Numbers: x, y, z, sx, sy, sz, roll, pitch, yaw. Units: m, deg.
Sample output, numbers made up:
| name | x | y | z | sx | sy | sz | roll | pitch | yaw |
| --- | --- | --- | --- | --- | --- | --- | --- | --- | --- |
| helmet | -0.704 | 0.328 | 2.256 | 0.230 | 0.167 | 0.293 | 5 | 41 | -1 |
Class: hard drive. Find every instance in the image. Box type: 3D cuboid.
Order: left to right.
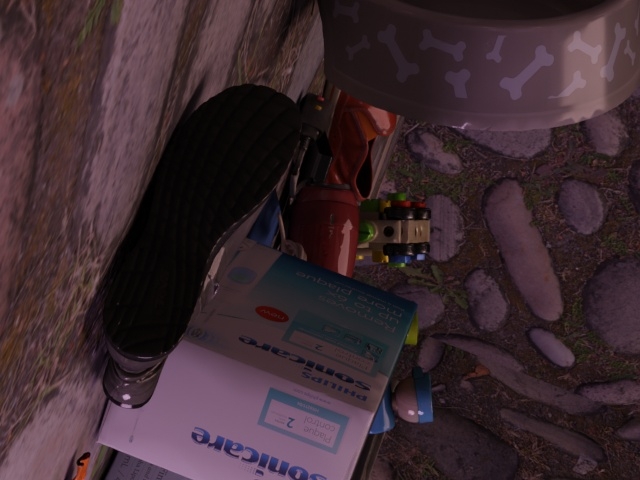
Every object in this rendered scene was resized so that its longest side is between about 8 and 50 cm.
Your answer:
| name | x | y | z | sx | sy | sz | roll | pitch | yaw |
| --- | --- | --- | --- | --- | --- | --- | --- | --- | --- |
| hard drive | -0.017 | -0.068 | 1.940 | 0.094 | 0.022 | 0.135 | -104 | -150 | -64 |

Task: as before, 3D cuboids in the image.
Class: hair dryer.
| name | x | y | z | sx | sy | sz | roll | pitch | yaw |
| --- | --- | --- | --- | --- | --- | --- | --- | --- | --- |
| hair dryer | 0.000 | 0.000 | 1.727 | 0.223 | 0.080 | 0.293 | 96 | -3 | -52 |

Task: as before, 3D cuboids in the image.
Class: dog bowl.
| name | x | y | z | sx | sy | sz | roll | pitch | yaw |
| --- | --- | --- | --- | --- | --- | --- | --- | --- | --- |
| dog bowl | 0.158 | -0.237 | 1.501 | 0.349 | 0.349 | 0.102 | -63 | 160 | -54 |

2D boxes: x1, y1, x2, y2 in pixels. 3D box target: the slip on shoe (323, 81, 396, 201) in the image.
| name | x | y | z | sx | sy | sz | roll | pitch | yaw |
| --- | --- | --- | --- | --- | --- | --- | --- | --- | --- |
| slip on shoe | 0.058 | -0.184 | 1.976 | 0.123 | 0.101 | 0.331 | -61 | 170 | -50 |

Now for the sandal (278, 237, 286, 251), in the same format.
| name | x | y | z | sx | sy | sz | roll | pitch | yaw |
| --- | --- | --- | --- | --- | --- | --- | --- | --- | --- |
| sandal | -0.004 | -0.049 | 2.147 | 0.254 | 0.054 | 0.097 | -61 | 171 | -60 |

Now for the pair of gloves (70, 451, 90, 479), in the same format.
| name | x | y | z | sx | sy | sz | roll | pitch | yaw |
| --- | --- | --- | --- | --- | --- | --- | --- | --- | --- |
| pair of gloves | -0.208 | 0.214 | 1.195 | 0.083 | 0.010 | 0.074 | -57 | 169 | -57 |

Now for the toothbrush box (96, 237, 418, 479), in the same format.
| name | x | y | z | sx | sy | sz | roll | pitch | yaw |
| --- | --- | --- | --- | --- | --- | --- | --- | --- | --- |
| toothbrush box | -0.047 | 0.116 | 1.366 | 0.295 | 0.216 | 0.126 | -53 | 163 | -70 |

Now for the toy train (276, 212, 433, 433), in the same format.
| name | x | y | z | sx | sy | sz | roll | pitch | yaw |
| --- | --- | --- | --- | --- | --- | --- | --- | --- | --- |
| toy train | 0.039 | 0.086 | 1.582 | 0.105 | 0.143 | 0.248 | -100 | -177 | -84 |

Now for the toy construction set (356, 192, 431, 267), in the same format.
| name | x | y | z | sx | sy | sz | roll | pitch | yaw |
| --- | --- | --- | --- | --- | --- | --- | --- | --- | --- |
| toy construction set | 0.053 | -0.004 | 2.283 | 0.327 | 0.215 | 0.151 | -44 | 133 | -67 |

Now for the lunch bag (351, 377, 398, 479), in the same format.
| name | x | y | z | sx | sy | sz | roll | pitch | yaw |
| --- | --- | --- | --- | --- | --- | --- | --- | --- | --- |
| lunch bag | -0.038 | 0.264 | 2.035 | 0.287 | 0.235 | 0.169 | -64 | 169 | -46 |

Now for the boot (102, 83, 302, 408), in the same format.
| name | x | y | z | sx | sy | sz | roll | pitch | yaw |
| --- | --- | --- | --- | --- | --- | --- | --- | --- | --- |
| boot | -0.104 | 0.004 | 1.156 | 0.246 | 0.083 | 0.161 | -61 | 180 | -20 |

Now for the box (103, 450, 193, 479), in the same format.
| name | x | y | z | sx | sy | sz | roll | pitch | yaw |
| --- | --- | --- | --- | --- | --- | --- | --- | --- | --- |
| box | -0.162 | 0.295 | 1.431 | 0.182 | 0.119 | 0.181 | 103 | 9 | -63 |

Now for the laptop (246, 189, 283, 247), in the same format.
| name | x | y | z | sx | sy | sz | roll | pitch | yaw |
| --- | --- | --- | --- | --- | --- | --- | --- | --- | --- |
| laptop | -0.033 | 0.163 | 1.710 | 0.236 | 0.408 | 0.382 | -35 | 171 | -4 |
